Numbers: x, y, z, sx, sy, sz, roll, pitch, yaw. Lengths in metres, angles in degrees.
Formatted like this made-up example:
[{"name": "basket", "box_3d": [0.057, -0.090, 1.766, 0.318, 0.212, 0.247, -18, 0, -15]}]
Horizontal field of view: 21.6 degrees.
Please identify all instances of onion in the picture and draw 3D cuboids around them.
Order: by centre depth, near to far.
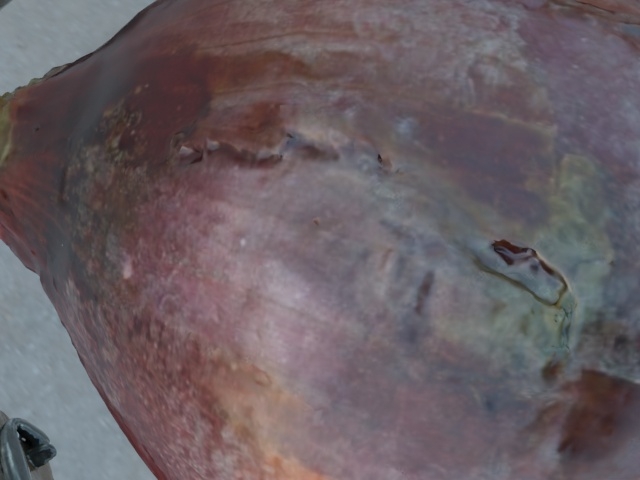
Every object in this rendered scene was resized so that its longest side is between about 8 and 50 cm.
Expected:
[{"name": "onion", "box_3d": [0.000, 0.000, 0.384, 0.195, 0.159, 0.159, 17, 100, 2]}]

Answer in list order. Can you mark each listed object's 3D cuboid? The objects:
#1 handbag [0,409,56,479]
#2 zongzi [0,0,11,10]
[{"name": "handbag", "box_3d": [-0.192, 0.165, 0.834, 0.151, 0.193, 0.072, -31, 127, 6]}, {"name": "zongzi", "box_3d": [-0.094, -0.104, 0.524, 0.067, 0.073, 0.083, 5, 93, -27]}]
